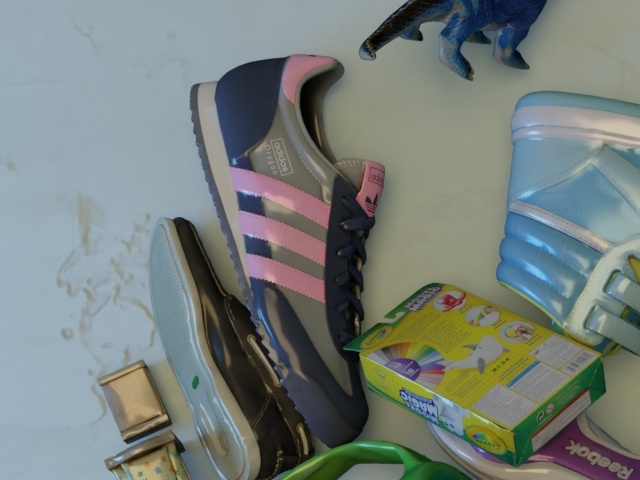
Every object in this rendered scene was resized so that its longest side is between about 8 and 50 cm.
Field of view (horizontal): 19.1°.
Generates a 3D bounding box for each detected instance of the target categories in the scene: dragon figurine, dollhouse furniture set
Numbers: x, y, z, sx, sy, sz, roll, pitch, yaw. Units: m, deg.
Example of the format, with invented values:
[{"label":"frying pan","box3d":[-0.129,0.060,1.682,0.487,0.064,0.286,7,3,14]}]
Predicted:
[{"label":"dragon figurine","box3d":[0.125,-0.206,1.455,0.085,0.289,0.144,38,120,33]},{"label":"dollhouse furniture set","box3d":[-0.179,0.204,1.492,0.161,0.101,0.182,-25,78,-4]}]

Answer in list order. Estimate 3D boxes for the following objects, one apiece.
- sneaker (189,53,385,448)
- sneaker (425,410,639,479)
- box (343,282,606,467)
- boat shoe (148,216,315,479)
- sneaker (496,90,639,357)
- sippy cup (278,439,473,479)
[{"label":"sneaker","box3d":[0.000,0.000,1.495,0.131,0.112,0.319,-21,80,11]},{"label":"sneaker","box3d":[0.192,0.198,1.425,0.114,0.152,0.305,-35,49,-27]},{"label":"box","box3d":[0.111,0.094,1.418,0.105,0.043,0.179,-35,42,-28]},{"label":"boat shoe","box3d":[-0.077,0.085,1.529,0.079,0.084,0.233,-13,69,-29]},{"label":"sneaker","box3d":[0.282,0.014,1.433,0.319,0.127,0.208,11,83,22]},{"label":"sippy cup","box3d":[0.053,0.316,1.395,0.224,0.305,0.240,-35,114,16]}]
